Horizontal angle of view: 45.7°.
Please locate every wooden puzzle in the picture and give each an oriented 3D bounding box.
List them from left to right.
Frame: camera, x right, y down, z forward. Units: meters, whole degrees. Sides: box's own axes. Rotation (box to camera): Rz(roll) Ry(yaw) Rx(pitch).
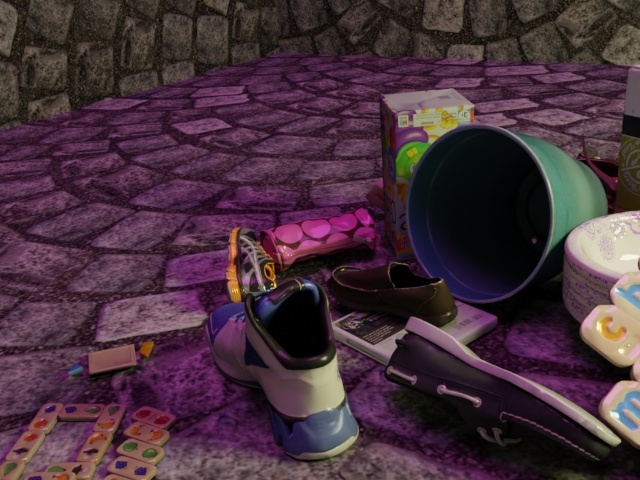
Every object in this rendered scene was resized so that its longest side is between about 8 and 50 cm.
[{"bbox_3d":[-0.303,0.175,1.110,0.116,0.014,0.078,-7,18,-8],"label":"wooden puzzle"}]

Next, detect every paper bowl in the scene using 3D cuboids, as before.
[{"bbox_3d":[0.478,0.071,1.037,0.284,0.148,0.284,-4,23,2],"label":"paper bowl"}]

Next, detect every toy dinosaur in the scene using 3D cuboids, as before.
[{"bbox_3d":[0.577,-0.106,1.499,0.211,0.064,0.112,30,46,-12],"label":"toy dinosaur"}]

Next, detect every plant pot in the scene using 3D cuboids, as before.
[{"bbox_3d":[0.323,-0.049,1.233,0.255,0.272,0.271,-6,18,-42],"label":"plant pot"}]

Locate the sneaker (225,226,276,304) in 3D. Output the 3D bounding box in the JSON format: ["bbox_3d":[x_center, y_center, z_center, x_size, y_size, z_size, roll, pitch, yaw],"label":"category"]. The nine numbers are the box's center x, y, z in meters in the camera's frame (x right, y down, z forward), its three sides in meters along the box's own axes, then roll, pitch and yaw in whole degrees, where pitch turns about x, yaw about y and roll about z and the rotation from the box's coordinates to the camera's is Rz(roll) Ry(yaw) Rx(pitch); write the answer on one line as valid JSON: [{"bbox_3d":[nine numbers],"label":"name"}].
[{"bbox_3d":[-0.117,0.046,1.305,0.083,0.084,0.215,-5,33,-2],"label":"sneaker"}]

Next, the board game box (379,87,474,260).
[{"bbox_3d":[0.191,-0.121,1.383,0.142,0.275,0.144,-6,23,-4],"label":"board game box"}]

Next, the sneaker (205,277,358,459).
[{"bbox_3d":[-0.050,0.118,0.980,0.127,0.182,0.315,-13,24,-24],"label":"sneaker"}]

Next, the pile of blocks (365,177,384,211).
[{"bbox_3d":[0.276,-0.118,1.528,0.362,0.149,0.112,4,24,21],"label":"pile of blocks"}]

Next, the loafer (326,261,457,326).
[{"bbox_3d":[0.107,0.064,1.153,0.220,0.078,0.080,11,28,33],"label":"loafer"}]

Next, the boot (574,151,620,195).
[{"bbox_3d":[0.617,-0.144,1.578,0.219,0.082,0.106,14,35,3],"label":"boot"}]

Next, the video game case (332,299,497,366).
[{"bbox_3d":[0.135,0.128,1.131,0.190,0.022,0.173,-22,29,-34],"label":"video game case"}]

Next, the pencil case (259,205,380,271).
[{"bbox_3d":[0.000,0.000,1.378,0.209,0.095,0.098,-14,36,-16],"label":"pencil case"}]

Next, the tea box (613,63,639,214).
[{"bbox_3d":[0.677,-0.113,1.210,0.220,0.324,0.329,-15,24,-25],"label":"tea box"}]

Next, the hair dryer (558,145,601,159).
[{"bbox_3d":[0.566,-0.154,1.648,0.293,0.080,0.223,-17,27,-25],"label":"hair dryer"}]

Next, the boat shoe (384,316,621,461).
[{"bbox_3d":[0.199,0.189,0.889,0.114,0.091,0.302,34,-6,-38],"label":"boat shoe"}]

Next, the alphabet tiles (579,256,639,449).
[{"bbox_3d":[0.442,0.134,0.834,0.278,0.021,0.284,40,73,22],"label":"alphabet tiles"}]

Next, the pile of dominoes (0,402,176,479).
[{"bbox_3d":[-0.285,0.253,0.886,0.195,0.040,0.251,-2,23,6],"label":"pile of dominoes"}]
